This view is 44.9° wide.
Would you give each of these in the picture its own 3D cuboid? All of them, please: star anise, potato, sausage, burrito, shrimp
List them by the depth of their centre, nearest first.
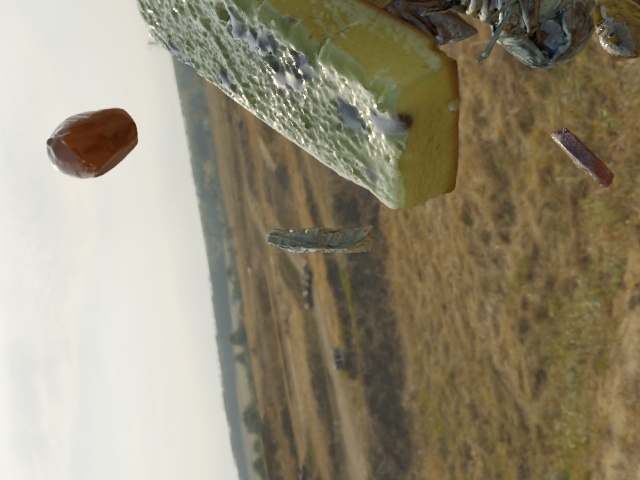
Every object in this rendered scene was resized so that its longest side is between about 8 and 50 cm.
[{"bbox_3d":[0.277,-0.194,0.710,0.083,0.051,0.040,-83,9,-49],"label":"potato"},{"bbox_3d":[0.175,-0.291,0.845,0.137,0.372,0.172,-52,33,33],"label":"shrimp"},{"bbox_3d":[-0.304,-0.134,1.056,0.179,0.089,0.089,-53,-40,-62],"label":"sausage"},{"bbox_3d":[0.145,-0.421,1.477,0.108,0.315,0.315,91,168,-69],"label":"star anise"},{"bbox_3d":[0.000,-0.001,1.654,0.063,0.230,0.058,59,-151,-76],"label":"burrito"}]

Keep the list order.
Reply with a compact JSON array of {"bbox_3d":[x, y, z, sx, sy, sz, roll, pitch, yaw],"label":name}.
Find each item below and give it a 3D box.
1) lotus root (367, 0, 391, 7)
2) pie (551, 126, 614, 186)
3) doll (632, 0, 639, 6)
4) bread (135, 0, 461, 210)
[{"bbox_3d":[0.053,-0.451,1.054,0.192,0.272,0.272,-8,93,40],"label":"lotus root"},{"bbox_3d":[0.618,-0.195,1.823,0.182,0.049,0.182,39,-163,-14],"label":"pie"},{"bbox_3d":[0.683,-0.553,1.714,0.145,0.096,0.188,19,-104,-62],"label":"doll"},{"bbox_3d":[-0.035,-0.167,0.662,0.361,0.077,0.138,39,152,28],"label":"bread"}]
